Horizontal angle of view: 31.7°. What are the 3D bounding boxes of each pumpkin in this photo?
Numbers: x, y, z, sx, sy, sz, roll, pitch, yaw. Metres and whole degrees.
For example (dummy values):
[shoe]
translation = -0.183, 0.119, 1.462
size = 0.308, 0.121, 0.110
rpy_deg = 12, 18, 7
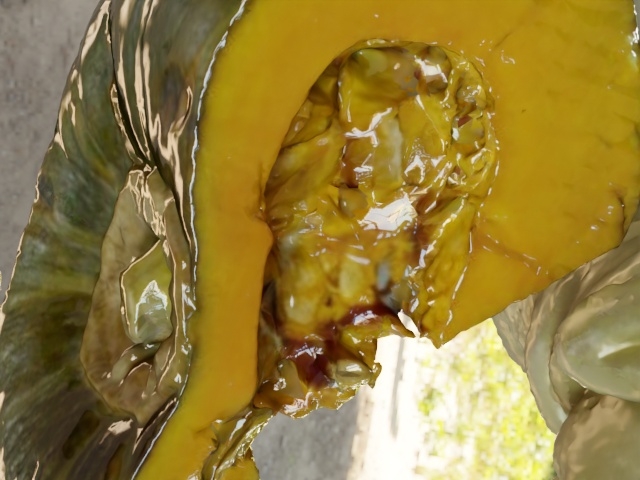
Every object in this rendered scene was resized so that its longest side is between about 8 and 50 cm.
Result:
[pumpkin]
translation = 0.000, 0.000, 0.418
size = 0.190, 0.139, 0.280
rpy_deg = 10, 103, -35

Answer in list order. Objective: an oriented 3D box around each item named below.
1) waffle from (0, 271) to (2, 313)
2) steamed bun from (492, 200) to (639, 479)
[waffle]
translation = -0.289, 0.008, 0.832
size = 0.065, 0.283, 0.309
rpy_deg = -20, 100, -25
[steamed bun]
translation = 0.219, 0.077, 0.571
size = 0.230, 0.325, 0.372
rpy_deg = -2, 70, -44
